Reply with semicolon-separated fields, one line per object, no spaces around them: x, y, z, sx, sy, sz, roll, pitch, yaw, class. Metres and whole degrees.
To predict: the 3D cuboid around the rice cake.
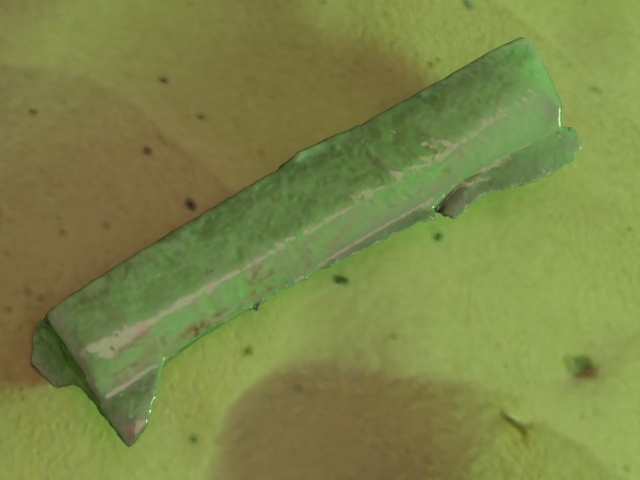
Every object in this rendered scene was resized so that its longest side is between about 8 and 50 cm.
0.000;-0.003;0.809;0.290;0.051;0.081;-32;72;-18;rice cake
